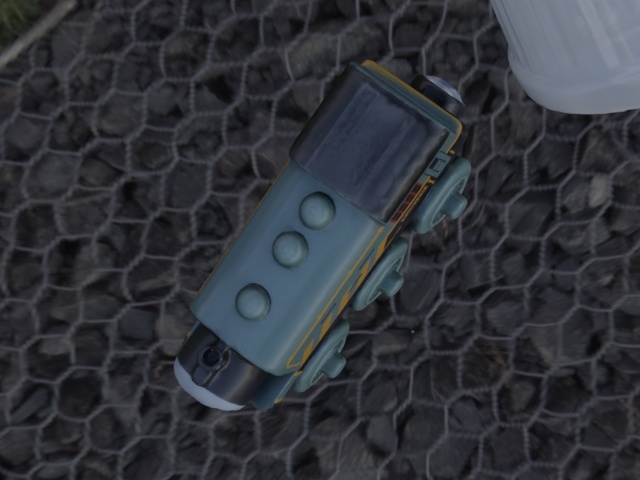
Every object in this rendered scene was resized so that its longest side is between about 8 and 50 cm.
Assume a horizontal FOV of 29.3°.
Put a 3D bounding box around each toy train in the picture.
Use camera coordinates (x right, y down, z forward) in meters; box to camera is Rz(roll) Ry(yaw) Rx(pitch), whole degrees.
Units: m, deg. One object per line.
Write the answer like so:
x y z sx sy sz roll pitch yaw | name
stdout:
0.000 0.000 1.012 0.142 0.190 0.334 38 98 13 | toy train

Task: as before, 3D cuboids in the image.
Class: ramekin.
0.209 -0.205 0.726 0.273 0.273 0.127 -36 112 1 | ramekin
